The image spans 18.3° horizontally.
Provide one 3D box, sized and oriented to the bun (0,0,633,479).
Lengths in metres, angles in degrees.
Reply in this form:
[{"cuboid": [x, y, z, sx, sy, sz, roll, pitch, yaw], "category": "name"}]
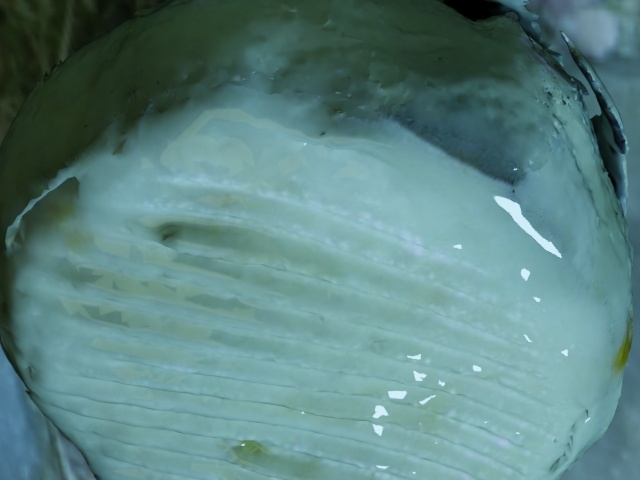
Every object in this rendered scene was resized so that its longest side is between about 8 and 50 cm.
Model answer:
[{"cuboid": [0.000, 0.000, 0.710, 0.239, 0.141, 0.239, 1, 132, 1], "category": "bun"}]
